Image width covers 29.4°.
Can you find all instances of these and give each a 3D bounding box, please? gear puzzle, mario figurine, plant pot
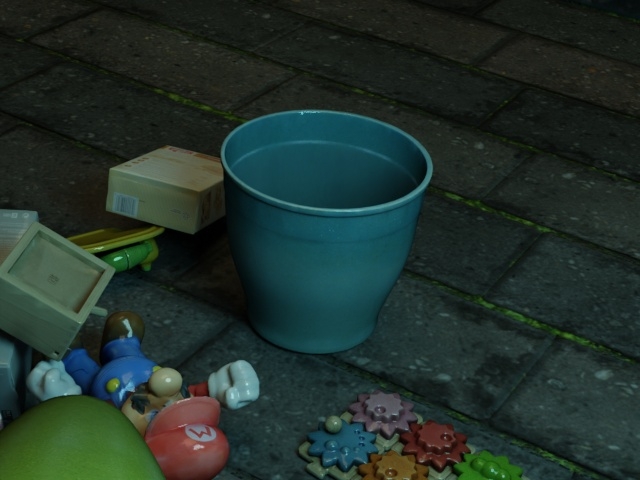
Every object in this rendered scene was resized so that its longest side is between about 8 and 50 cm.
[{"bbox_3d":[0.144,0.273,1.398,0.339,0.044,0.175,27,38,31],"label":"gear puzzle"},{"bbox_3d":[-0.204,0.161,1.402,0.198,0.170,0.320,-45,40,-9],"label":"mario figurine"},{"bbox_3d":[0.000,0.000,1.618,0.271,0.255,0.272,3,31,-2],"label":"plant pot"},{"bbox_3d":[-0.244,0.273,1.143,0.274,0.275,0.293,1,23,-6],"label":"plant pot"}]

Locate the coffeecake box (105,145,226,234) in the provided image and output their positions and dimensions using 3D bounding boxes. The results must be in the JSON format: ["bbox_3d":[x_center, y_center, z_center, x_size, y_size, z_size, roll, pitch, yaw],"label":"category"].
[{"bbox_3d":[-0.208,-0.078,1.797,0.142,0.068,0.185,14,19,16],"label":"coffeecake box"}]

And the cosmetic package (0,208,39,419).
[{"bbox_3d":[-0.399,0.088,1.481,0.107,0.127,0.238,4,49,-2],"label":"cosmetic package"}]

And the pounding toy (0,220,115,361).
[{"bbox_3d":[-0.308,0.063,1.410,0.130,0.100,0.141,32,34,-8],"label":"pounding toy"}]

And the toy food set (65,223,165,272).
[{"bbox_3d":[-0.316,0.031,1.711,0.218,0.071,0.128,-16,13,-33],"label":"toy food set"}]

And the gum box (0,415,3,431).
[{"bbox_3d":[-0.425,0.246,1.298,0.188,0.107,0.062,-16,38,-31],"label":"gum box"}]
